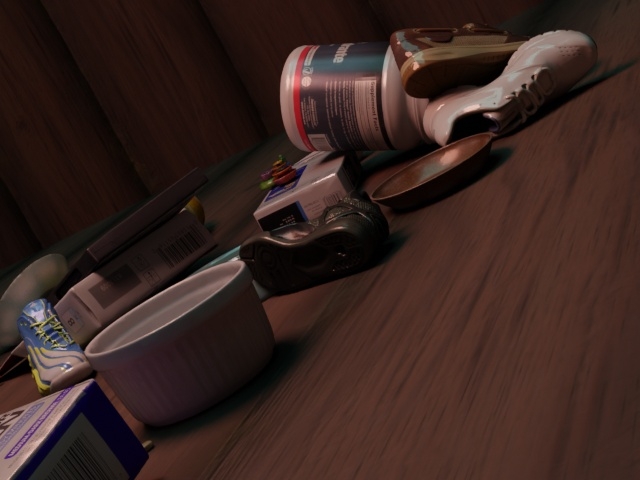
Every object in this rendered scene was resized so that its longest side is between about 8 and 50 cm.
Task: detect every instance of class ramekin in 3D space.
[{"bbox_3d":[-0.150,0.119,1.337,0.207,0.109,0.207,-27,11,6],"label":"ramekin"}]

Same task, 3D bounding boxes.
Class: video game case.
[{"bbox_3d":[-0.336,0.004,2.042,0.275,0.035,0.248,-42,1,-39],"label":"video game case"}]

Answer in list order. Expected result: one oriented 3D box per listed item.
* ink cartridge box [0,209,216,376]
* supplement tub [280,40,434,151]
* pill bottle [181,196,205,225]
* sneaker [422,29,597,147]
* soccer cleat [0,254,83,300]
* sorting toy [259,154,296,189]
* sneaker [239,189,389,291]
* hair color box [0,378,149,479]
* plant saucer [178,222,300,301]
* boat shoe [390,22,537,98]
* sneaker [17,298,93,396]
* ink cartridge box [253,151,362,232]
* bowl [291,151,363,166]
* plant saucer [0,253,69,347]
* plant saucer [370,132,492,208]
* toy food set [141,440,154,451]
[{"bbox_3d":[-0.388,0.129,2.084,0.385,0.091,0.308,-42,-1,43],"label":"ink cartridge box"},{"bbox_3d":[0.082,-0.252,2.087,0.272,0.191,0.191,1,22,21],"label":"supplement tub"},{"bbox_3d":[-0.303,-0.040,2.467,0.117,0.118,0.208,-27,11,7],"label":"pill bottle"},{"bbox_3d":[0.305,-0.220,1.855,0.297,0.111,0.129,-32,23,11],"label":"sneaker"},{"bbox_3d":[-0.526,0.120,2.390,0.318,0.109,0.116,-30,-12,7],"label":"soccer cleat"},{"bbox_3d":[-0.079,-0.126,2.152,0.061,0.042,0.102,-35,13,-31],"label":"sorting toy"},{"bbox_3d":[0.000,0.000,1.587,0.227,0.087,0.130,-16,15,40],"label":"sneaker"},{"bbox_3d":[-0.349,0.265,1.134,0.338,0.110,0.185,-25,17,29],"label":"hair color box"},{"bbox_3d":[-0.123,0.053,1.768,0.317,0.044,0.317,-28,10,6],"label":"plant saucer"},{"bbox_3d":[0.268,-0.313,1.963,0.342,0.123,0.123,-9,-33,-25],"label":"boat shoe"},{"bbox_3d":[-0.413,0.158,1.786,0.091,0.126,0.240,-32,11,-17],"label":"sneaker"},{"bbox_3d":[-0.013,-0.098,2.136,0.165,0.065,0.333,-26,12,14],"label":"ink cartridge box"},{"bbox_3d":[0.015,-0.157,2.370,0.142,0.053,0.142,-36,13,-35],"label":"bowl"},{"bbox_3d":[-0.498,0.115,2.088,0.195,0.037,0.195,-51,-18,-23],"label":"plant saucer"},{"bbox_3d":[0.167,-0.095,1.727,0.198,0.036,0.198,-27,10,5],"label":"plant saucer"},{"bbox_3d":[-0.275,0.240,1.279,0.132,0.039,0.192,-37,13,-37],"label":"toy food set"}]
